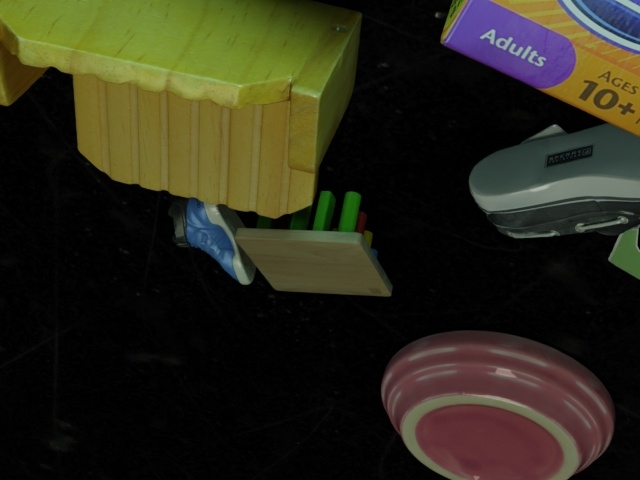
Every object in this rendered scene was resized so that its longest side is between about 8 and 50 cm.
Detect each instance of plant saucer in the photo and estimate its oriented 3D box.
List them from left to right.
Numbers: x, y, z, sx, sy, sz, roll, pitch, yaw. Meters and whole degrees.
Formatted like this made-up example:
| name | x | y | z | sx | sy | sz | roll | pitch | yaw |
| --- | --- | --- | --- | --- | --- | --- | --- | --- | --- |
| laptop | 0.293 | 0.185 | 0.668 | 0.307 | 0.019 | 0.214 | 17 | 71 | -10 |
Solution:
| name | x | y | z | sx | sy | sz | roll | pitch | yaw |
| --- | --- | --- | --- | --- | --- | --- | --- | --- | --- |
| plant saucer | 0.243 | 0.256 | 1.802 | 0.332 | 0.084 | 0.332 | 11 | 142 | 8 |

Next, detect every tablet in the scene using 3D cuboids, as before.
| name | x | y | z | sx | sy | sz | roll | pitch | yaw |
| --- | --- | --- | --- | --- | --- | --- | --- | --- | --- |
| tablet | 0.268 | -0.094 | 1.422 | 0.083 | 0.006 | 0.054 | 36 | 138 | -23 |

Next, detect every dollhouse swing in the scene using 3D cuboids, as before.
| name | x | y | z | sx | sy | sz | roll | pitch | yaw |
| --- | --- | --- | --- | --- | --- | --- | --- | --- | --- |
| dollhouse swing | -0.161 | -0.112 | 1.363 | 0.347 | 0.315 | 0.305 | 14 | 122 | 5 |

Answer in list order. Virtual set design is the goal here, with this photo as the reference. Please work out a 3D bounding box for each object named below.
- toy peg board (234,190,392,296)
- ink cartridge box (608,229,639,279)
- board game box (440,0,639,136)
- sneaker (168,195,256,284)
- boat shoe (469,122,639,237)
| name | x | y | z | sx | sy | sz | roll | pitch | yaw |
| --- | --- | --- | --- | --- | --- | --- | --- | --- | --- |
| toy peg board | 0.000 | 0.000 | 1.607 | 0.161 | 0.079 | 0.160 | 3 | 155 | 20 |
| ink cartridge box | 0.460 | 0.023 | 1.450 | 0.235 | 0.056 | 0.171 | 35 | 147 | 19 |
| board game box | 0.334 | -0.274 | 0.787 | 0.356 | 0.356 | 0.356 | 24 | 141 | -5 |
| sneaker | -0.143 | -0.002 | 1.657 | 0.085 | 0.058 | 0.152 | -7 | 132 | 21 |
| boat shoe | 0.310 | -0.055 | 1.364 | 0.301 | 0.108 | 0.102 | -10 | 132 | 31 |
